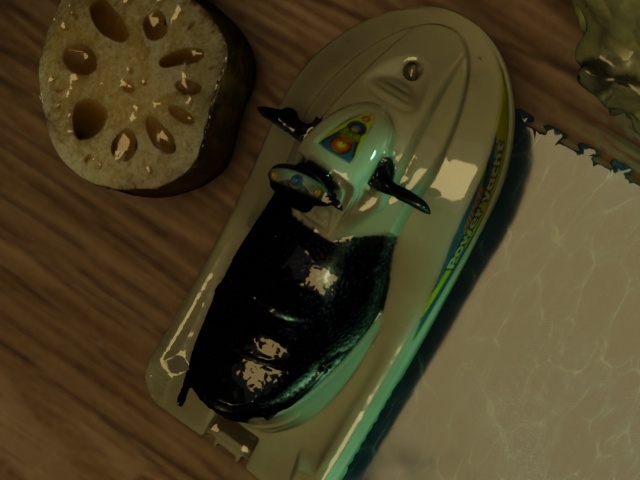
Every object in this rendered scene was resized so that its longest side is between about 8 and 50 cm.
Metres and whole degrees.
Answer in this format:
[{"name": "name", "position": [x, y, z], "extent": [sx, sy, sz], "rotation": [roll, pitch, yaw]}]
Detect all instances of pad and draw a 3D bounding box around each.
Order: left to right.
[{"name": "pad", "position": [0.152, 0.100, 0.983], "extent": [0.269, 0.012, 0.270], "rotation": [28, 100, 12]}]

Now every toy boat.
[{"name": "toy boat", "position": [0.001, 0.004, 0.955], "extent": [0.140, 0.141, 0.269], "rotation": [28, 114, 11]}]

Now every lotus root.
[{"name": "lotus root", "position": [-0.096, -0.087, 0.999], "extent": [0.112, 0.081, 0.122], "rotation": [18, 99, 14]}]

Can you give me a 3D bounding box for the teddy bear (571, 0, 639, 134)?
[{"name": "teddy bear", "position": [0.178, -0.227, 0.909], "extent": [0.327, 0.375, 0.362], "rotation": [-30, 128, 14]}]
